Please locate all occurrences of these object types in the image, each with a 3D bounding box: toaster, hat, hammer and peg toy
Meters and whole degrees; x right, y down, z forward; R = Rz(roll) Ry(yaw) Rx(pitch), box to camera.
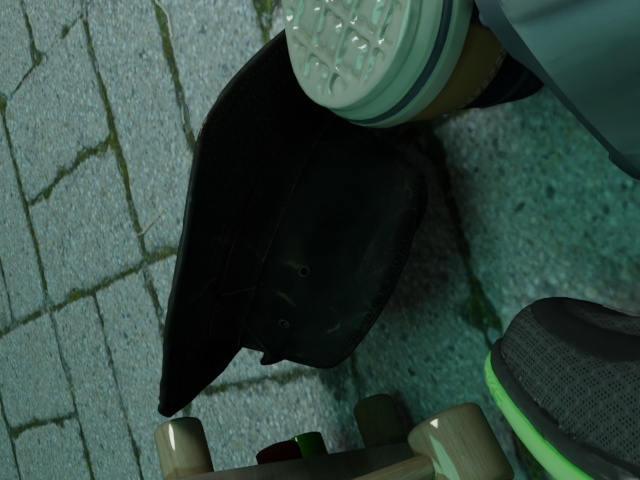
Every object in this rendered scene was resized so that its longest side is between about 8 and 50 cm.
[{"bbox_3d":[0.174,-0.129,0.396,0.146,0.227,0.129,-14,51,44],"label":"toaster"},{"bbox_3d":[0.000,0.000,0.635,0.133,0.331,0.332,22,121,10],"label":"hat"},{"bbox_3d":[-0.038,0.206,0.683,0.361,0.265,0.127,-50,50,45],"label":"hammer and peg toy"}]

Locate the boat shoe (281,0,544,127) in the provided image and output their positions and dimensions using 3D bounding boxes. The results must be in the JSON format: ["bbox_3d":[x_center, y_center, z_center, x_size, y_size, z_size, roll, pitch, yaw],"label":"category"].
[{"bbox_3d":[0.059,-0.310,0.534,0.186,0.155,0.501,-19,73,55],"label":"boat shoe"}]

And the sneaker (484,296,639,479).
[{"bbox_3d":[0.271,0.045,0.347,0.482,0.185,0.203,-5,84,54],"label":"sneaker"}]
